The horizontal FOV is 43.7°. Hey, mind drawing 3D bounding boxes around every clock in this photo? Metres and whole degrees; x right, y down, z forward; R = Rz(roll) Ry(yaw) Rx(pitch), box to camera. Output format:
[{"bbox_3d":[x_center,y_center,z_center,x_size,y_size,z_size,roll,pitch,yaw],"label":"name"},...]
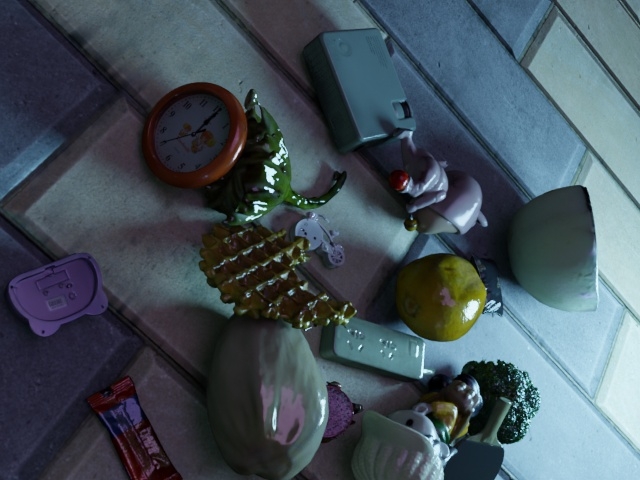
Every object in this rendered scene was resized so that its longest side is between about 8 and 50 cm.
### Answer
[{"bbox_3d":[0.000,0.000,1.633,0.129,0.041,0.087,38,59,-14],"label":"clock"},{"bbox_3d":[-0.425,0.091,1.287,0.152,0.050,0.110,-24,89,-38],"label":"clock"},{"bbox_3d":[-0.230,-0.192,1.451,0.051,0.205,0.205,42,41,-68],"label":"clock"}]

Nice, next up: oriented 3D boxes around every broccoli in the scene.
[{"bbox_3d":[0.380,0.348,1.730,0.195,0.156,0.195,0,87,2],"label":"broccoli"}]

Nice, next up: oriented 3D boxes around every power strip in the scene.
[{"bbox_3d":[0.130,0.229,1.642,0.288,0.053,0.093,20,63,-29],"label":"power strip"}]

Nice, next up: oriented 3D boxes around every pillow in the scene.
[{"bbox_3d":[0.394,0.105,1.877,0.090,0.048,0.150,6,69,-32],"label":"pillow"}]

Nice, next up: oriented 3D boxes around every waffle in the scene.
[{"bbox_3d":[-0.095,0.066,1.437,0.259,0.069,0.293,7,28,-28],"label":"waffle"}]

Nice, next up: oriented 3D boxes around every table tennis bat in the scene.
[{"bbox_3d":[0.329,0.435,1.645,0.138,0.022,0.246,17,103,-26],"label":"table tennis bat"}]

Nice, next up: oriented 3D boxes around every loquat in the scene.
[{"bbox_3d":[0.255,0.120,1.691,0.234,0.176,0.187,-19,87,-50],"label":"loquat"}]

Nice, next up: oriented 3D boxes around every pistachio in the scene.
[{"bbox_3d":[-0.094,0.254,1.385,0.226,0.208,0.332,63,13,-62],"label":"pistachio"}]

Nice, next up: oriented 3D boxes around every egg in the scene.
[{"bbox_3d":[0.551,0.027,1.914,0.337,0.201,0.337,-7,90,-77],"label":"egg"}]

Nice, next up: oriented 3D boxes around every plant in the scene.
[{"bbox_3d":[-0.061,-0.109,1.553,0.333,0.180,0.251,26,71,-31],"label":"plant"}]

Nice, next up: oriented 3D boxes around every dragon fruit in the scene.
[{"bbox_3d":[0.002,0.327,1.511,0.126,0.068,0.112,-36,80,-25],"label":"dragon fruit"}]

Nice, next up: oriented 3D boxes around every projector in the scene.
[{"bbox_3d":[0.085,-0.333,1.774,0.192,0.099,0.257,-17,84,-37],"label":"projector"}]

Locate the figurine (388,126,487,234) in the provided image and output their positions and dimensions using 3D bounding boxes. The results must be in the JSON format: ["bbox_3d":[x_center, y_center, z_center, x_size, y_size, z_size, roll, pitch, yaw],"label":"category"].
[{"bbox_3d":[0.237,-0.108,1.769,0.186,0.176,0.287,-46,130,5],"label":"figurine"}]

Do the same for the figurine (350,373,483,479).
[{"bbox_3d":[0.202,0.395,1.563,0.332,0.185,0.204,-11,88,-46],"label":"figurine"}]

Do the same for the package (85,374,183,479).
[{"bbox_3d":[-0.304,0.328,1.311,0.083,0.022,0.200,-27,90,-39],"label":"package"}]
